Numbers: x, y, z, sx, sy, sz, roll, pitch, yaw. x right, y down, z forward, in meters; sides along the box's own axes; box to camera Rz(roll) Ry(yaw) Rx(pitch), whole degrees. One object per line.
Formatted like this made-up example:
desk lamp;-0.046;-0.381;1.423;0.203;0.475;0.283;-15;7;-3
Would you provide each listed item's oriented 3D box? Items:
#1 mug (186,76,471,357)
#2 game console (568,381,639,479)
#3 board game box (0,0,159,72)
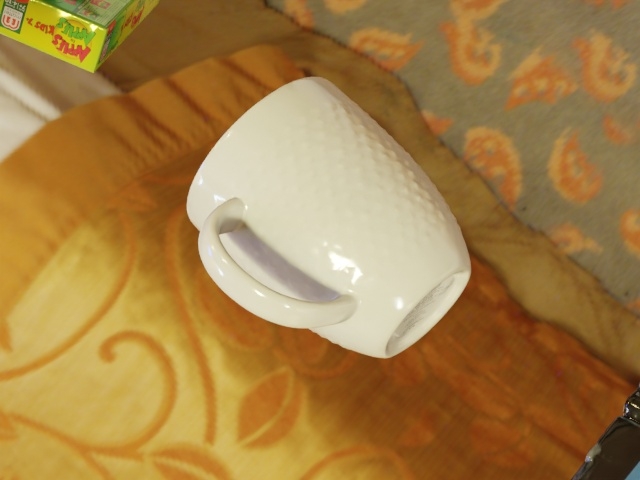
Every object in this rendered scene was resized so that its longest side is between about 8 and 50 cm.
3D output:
mug;0.000;0.000;1.800;0.328;0.374;0.276;44;128;18
game console;0.288;0.155;0.788;0.293;0.173;0.250;30;123;29
board game box;-0.203;-0.212;1.185;0.092;0.181;0.043;23;120;0
